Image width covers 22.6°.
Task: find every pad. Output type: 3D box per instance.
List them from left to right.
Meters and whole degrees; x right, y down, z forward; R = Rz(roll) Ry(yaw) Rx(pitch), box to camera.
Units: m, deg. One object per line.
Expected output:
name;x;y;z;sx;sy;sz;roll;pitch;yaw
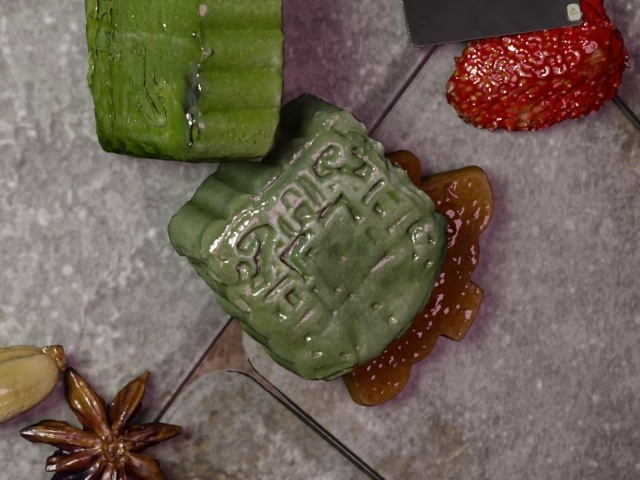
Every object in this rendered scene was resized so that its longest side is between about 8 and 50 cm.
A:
pad;0.170;-0.263;1.633;0.193;0.004;0.116;-9;84;-14

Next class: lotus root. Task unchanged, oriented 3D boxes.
lotus root;-0.295;0.135;1.437;0.150;0.073;0.062;-21;121;-25

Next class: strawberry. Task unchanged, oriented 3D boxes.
strawberry;0.245;-0.176;1.693;0.208;0.087;0.167;-43;119;-15

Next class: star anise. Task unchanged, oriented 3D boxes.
star anise;-0.204;0.193;1.512;0.168;0.057;0.168;-7;104;-30

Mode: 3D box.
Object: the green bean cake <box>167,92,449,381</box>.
green bean cake;0.000;0.000;1.518;0.222;0.125;0.227;-48;122;-10

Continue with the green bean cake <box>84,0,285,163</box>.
green bean cake;-0.121;-0.166;1.403;0.113;0.214;0.200;-8;103;-34

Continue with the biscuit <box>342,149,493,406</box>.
biscuit;0.047;0.007;1.634;0.301;0.043;0.278;35;84;-28
